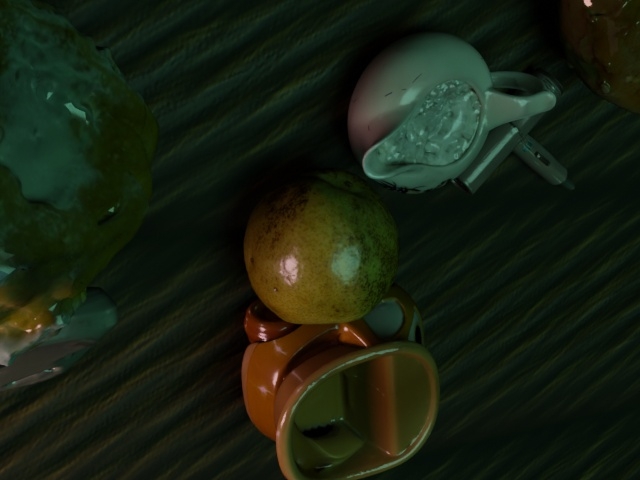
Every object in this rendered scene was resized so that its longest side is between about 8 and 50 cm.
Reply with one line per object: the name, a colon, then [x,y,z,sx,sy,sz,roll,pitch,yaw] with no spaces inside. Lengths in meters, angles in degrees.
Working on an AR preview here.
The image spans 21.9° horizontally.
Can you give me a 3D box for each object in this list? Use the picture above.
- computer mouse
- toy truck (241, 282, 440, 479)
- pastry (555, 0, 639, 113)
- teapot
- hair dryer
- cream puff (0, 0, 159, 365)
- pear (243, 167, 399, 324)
computer mouse: [-0.378,0.112,1.807,0.331,0.095,0.197,-10,158,-36]
toy truck: [0.023,0.171,2.116,0.288,0.211,0.204,-21,126,-26]
pastry: [0.433,-0.330,2.203,0.284,0.184,0.316,-29,130,-10]
teapot: [0.151,-0.164,2.086,0.299,0.166,0.208,-19,112,-19]
hair dryer: [0.281,-0.104,2.302,0.195,0.053,0.220,-47,140,-9]
cream puff: [-0.361,-0.064,1.656,0.378,0.275,0.378,17,65,-44]
pear: [0.000,0.000,2.021,0.197,0.197,0.197,-19,123,-31]
